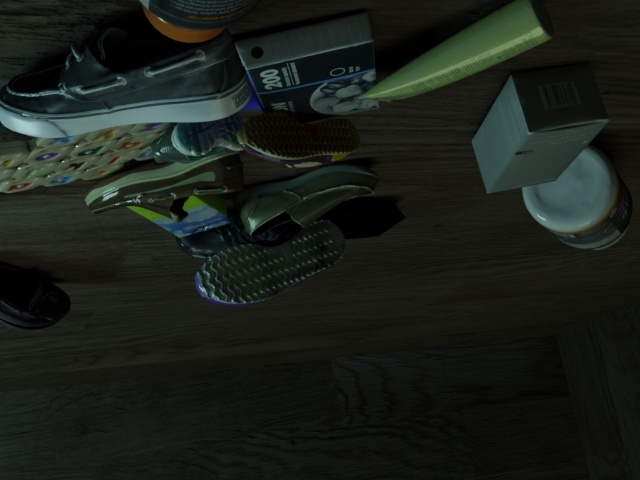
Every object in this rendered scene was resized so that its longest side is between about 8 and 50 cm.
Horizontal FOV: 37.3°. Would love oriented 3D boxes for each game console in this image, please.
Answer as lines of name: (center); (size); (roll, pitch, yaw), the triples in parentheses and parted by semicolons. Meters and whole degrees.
game console: (0.000, 0.000, 1.878); (0.213, 0.043, 0.361); (-5, 165, -25)

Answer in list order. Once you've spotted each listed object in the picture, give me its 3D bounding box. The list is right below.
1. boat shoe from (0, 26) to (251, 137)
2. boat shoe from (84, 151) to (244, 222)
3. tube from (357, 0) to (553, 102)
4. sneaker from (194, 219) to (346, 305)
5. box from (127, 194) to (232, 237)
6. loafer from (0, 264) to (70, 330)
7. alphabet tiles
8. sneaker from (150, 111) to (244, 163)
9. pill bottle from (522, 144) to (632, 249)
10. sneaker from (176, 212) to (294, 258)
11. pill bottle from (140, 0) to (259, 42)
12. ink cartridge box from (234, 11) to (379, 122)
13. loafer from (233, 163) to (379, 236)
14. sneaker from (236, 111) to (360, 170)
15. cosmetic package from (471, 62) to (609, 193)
boat shoe: (-0.229, -0.183, 1.034); (0.302, 0.108, 0.102); (0, 132, 18)
boat shoe: (-0.228, -0.069, 1.381); (0.258, 0.095, 0.095); (-17, -176, 24)
tube: (0.163, -0.223, 1.162); (0.240, 0.062, 0.070); (-24, 131, 30)
sneaker: (-0.100, 0.058, 1.646); (0.293, 0.102, 0.146); (-17, 171, -36)
box: (-0.229, -0.060, 1.526); (0.109, 0.042, 0.178); (-15, 158, 18)
loafer: (-0.573, 0.102, 1.794); (0.095, 0.109, 0.303); (-22, 157, 24)
alphabet tiles: (-0.308, -0.117, 1.230); (0.284, 0.021, 0.278); (-14, 174, -32)
sneaker: (-0.154, -0.131, 1.209); (0.076, 0.064, 0.166); (-20, 178, 30)
pill bottle: (0.475, -0.070, 1.720); (0.162, 0.162, 0.278); (-17, 163, 23)
sneaker: (-0.143, -0.032, 1.665); (0.224, 0.083, 0.098); (-10, 154, -35)
pill bottle: (-0.094, -0.260, 0.779); (0.131, 0.130, 0.245); (-5, 163, -17)
ink cartridge box: (-0.034, -0.199, 1.180); (0.208, 0.045, 0.206); (-10, 165, 3)
loafer: (-0.020, -0.061, 1.583); (0.251, 0.087, 0.094); (-14, 164, 14)
sneaker: (-0.039, -0.121, 1.250); (0.186, 0.069, 0.084); (-1, 161, -36)
cosmetic package: (0.320, -0.162, 1.417); (0.127, 0.107, 0.238); (-11, 161, -7)
